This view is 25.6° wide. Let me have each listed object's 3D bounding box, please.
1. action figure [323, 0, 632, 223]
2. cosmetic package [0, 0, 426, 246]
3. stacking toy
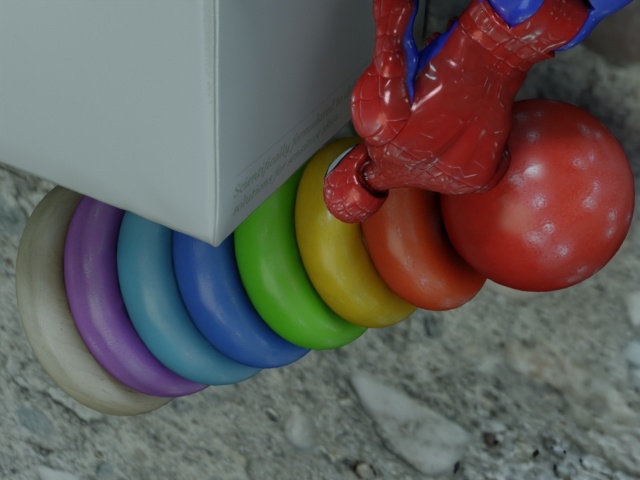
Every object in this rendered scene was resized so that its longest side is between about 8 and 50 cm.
[{"bbox_3d":[0.087,-0.124,0.575,0.091,0.139,0.280,26,120,-33],"label":"action figure"},{"bbox_3d":[-0.148,-0.159,0.654,0.365,0.197,0.155,22,131,23],"label":"cosmetic package"},{"bbox_3d":[0.000,0.000,0.717,0.330,0.141,0.141,-14,112,36],"label":"stacking toy"}]
